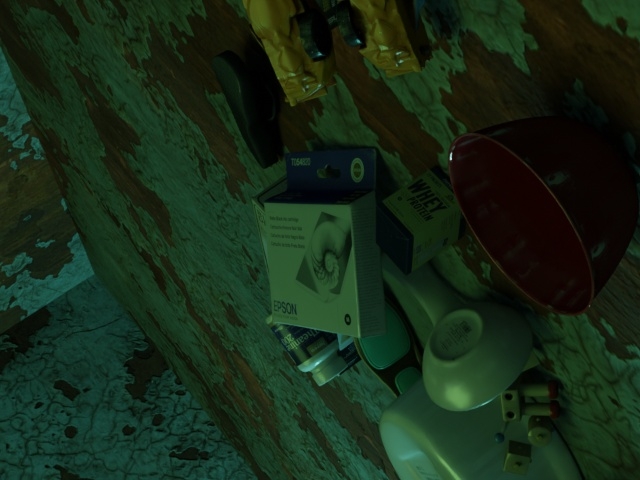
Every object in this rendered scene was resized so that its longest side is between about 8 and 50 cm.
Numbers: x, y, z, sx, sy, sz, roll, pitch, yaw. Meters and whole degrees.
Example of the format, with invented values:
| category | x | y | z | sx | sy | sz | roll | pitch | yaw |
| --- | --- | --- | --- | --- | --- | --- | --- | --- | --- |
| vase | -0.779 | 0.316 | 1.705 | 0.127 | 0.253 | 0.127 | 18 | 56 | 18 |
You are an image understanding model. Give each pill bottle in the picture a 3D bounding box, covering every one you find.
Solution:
| category | x | y | z | sx | sy | sz | roll | pitch | yaw |
| --- | --- | --- | --- | --- | --- | --- | --- | --- | --- |
| pill bottle | -0.017 | 0.138 | 1.805 | 0.120 | 0.067 | 0.067 | 54 | 163 | 1 |

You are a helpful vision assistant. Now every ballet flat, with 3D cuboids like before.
| category | x | y | z | sx | sy | sz | roll | pitch | yaw |
| --- | --- | --- | --- | --- | --- | --- | --- | --- | --- |
| ballet flat | 0.103 | 0.167 | 1.823 | 0.232 | 0.080 | 0.073 | 61 | 178 | -12 |

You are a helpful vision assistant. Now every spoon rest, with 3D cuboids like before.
| category | x | y | z | sx | sy | sz | roll | pitch | yaw |
| --- | --- | --- | --- | --- | --- | --- | --- | --- | --- |
| spoon rest | 0.150 | 0.092 | 1.499 | 0.084 | 0.137 | 0.276 | 45 | -172 | -37 |

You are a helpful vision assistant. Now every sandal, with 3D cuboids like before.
| category | x | y | z | sx | sy | sz | roll | pitch | yaw |
| --- | --- | --- | --- | --- | --- | --- | --- | --- | --- |
| sandal | -0.091 | -0.185 | 1.762 | 0.097 | 0.054 | 0.254 | 58 | 175 | 20 |

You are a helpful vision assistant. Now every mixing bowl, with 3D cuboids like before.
| category | x | y | z | sx | sy | sz | roll | pitch | yaw |
| --- | --- | --- | --- | --- | --- | --- | --- | --- | --- |
| mixing bowl | 0.203 | -0.037 | 1.111 | 0.181 | 0.098 | 0.181 | 50 | 163 | 21 |

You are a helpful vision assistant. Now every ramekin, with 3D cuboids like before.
| category | x | y | z | sx | sy | sz | roll | pitch | yaw |
| --- | --- | --- | --- | --- | --- | --- | --- | --- | --- |
| ramekin | 0.198 | 0.284 | 1.668 | 0.277 | 0.135 | 0.277 | 49 | 163 | 21 |

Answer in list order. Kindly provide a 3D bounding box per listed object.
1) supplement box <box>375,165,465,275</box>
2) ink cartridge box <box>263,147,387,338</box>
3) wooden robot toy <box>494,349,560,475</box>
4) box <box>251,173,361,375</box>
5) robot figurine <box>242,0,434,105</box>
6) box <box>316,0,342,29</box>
| category | x | y | z | sx | sy | sz | roll | pitch | yaw |
| --- | --- | --- | --- | --- | --- | --- | --- | --- | --- |
| supplement box | 0.109 | -0.021 | 1.429 | 0.056 | 0.083 | 0.083 | 49 | 162 | 24 |
| ink cartridge box | 0.000 | 0.000 | 1.622 | 0.223 | 0.045 | 0.224 | 2 | 97 | 59 |
| wooden robot toy | 0.237 | 0.179 | 1.511 | 0.079 | 0.076 | 0.173 | -68 | -27 | -64 |
| box | -0.002 | 0.048 | 1.864 | 0.169 | 0.087 | 0.290 | 46 | 161 | 28 |
| robot figurine | -0.013 | -0.276 | 1.183 | 0.211 | 0.085 | 0.291 | -12 | 111 | 26 |
| box | -0.063 | -0.342 | 1.358 | 0.231 | 0.056 | 0.183 | 46 | 161 | 29 |
